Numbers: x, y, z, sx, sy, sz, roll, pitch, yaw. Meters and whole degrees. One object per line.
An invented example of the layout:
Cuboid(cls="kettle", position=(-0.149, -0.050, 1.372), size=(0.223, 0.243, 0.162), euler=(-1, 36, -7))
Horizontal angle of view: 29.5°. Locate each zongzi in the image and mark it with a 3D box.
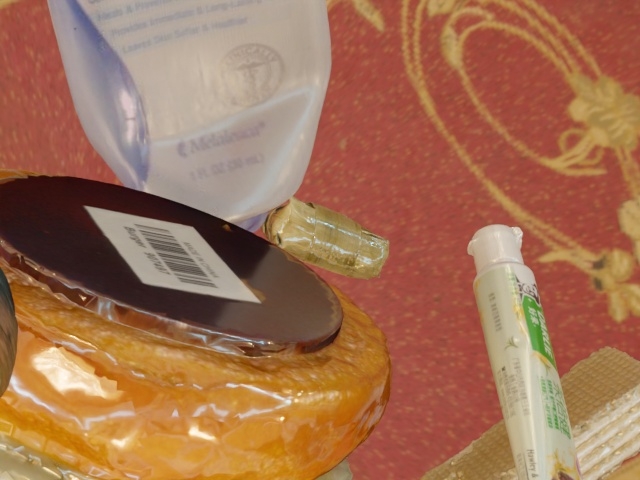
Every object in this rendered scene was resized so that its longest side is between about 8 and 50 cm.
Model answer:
Cuboid(cls="zongzi", position=(0.000, 0.000, 1.603), size=(0.160, 0.176, 0.078), euler=(25, 84, -11))

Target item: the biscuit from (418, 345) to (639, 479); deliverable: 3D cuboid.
Cuboid(cls="biscuit", position=(0.214, 0.277, 1.421), size=(0.426, 0.144, 0.078), euler=(-33, 109, -9))

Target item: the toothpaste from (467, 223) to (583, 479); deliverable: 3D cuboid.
Cuboid(cls="toothpaste", position=(0.162, 0.119, 0.947), size=(0.058, 0.056, 0.314), euler=(-4, 52, -5))

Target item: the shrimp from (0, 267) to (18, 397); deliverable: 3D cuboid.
Cuboid(cls="shrimp", position=(-0.176, -0.030, 0.453), size=(0.051, 0.262, 0.198), euler=(-31, 99, -9))

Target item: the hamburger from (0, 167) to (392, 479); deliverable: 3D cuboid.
Cuboid(cls="hamburger", position=(-0.138, 0.113, 0.756), size=(0.330, 0.330, 0.250), euler=(18, 104, -9))

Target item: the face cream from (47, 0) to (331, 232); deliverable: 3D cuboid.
Cuboid(cls="face cream", position=(-0.100, -0.175, 0.978), size=(0.235, 0.137, 0.420), euler=(-15, 131, -10))
